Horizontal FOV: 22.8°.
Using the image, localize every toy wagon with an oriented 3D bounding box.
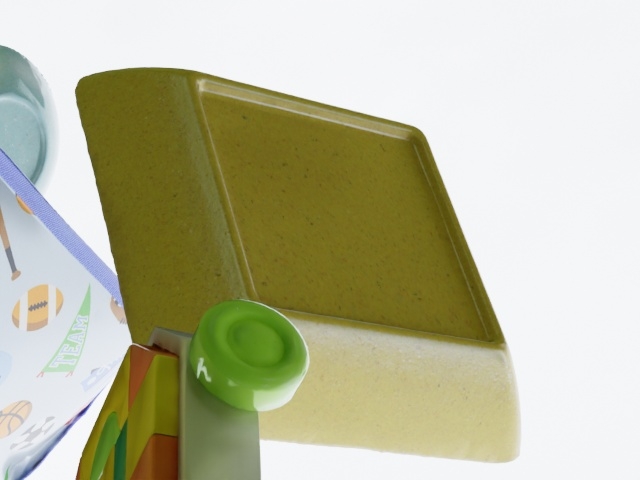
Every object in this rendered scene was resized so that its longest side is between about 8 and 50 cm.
[{"bbox_3d":[-0.078,0.203,0.757,0.068,0.267,0.344,13,-138,-16],"label":"toy wagon"}]

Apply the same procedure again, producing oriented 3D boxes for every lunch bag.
[{"bbox_3d":[-0.342,0.082,1.290,0.328,0.385,0.239,-48,-132,-10],"label":"lunch bag"}]

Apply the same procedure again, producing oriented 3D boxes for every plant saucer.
[{"bbox_3d":[0.000,0.000,1.214,0.081,0.333,0.332,-50,-137,37],"label":"plant saucer"},{"bbox_3d":[-0.307,-0.086,1.480,0.037,0.195,0.195,13,-135,39],"label":"plant saucer"}]
